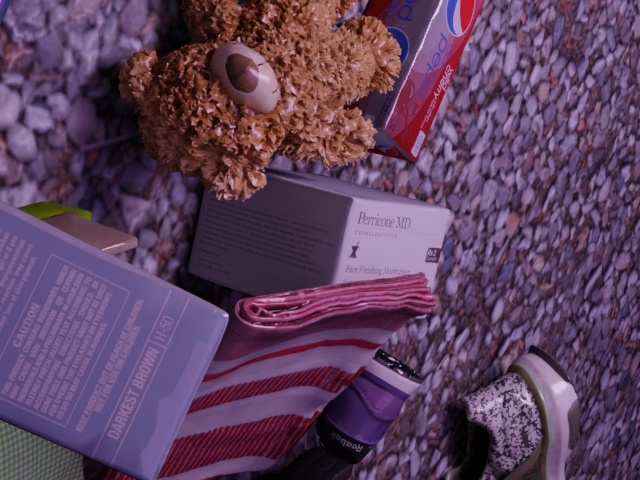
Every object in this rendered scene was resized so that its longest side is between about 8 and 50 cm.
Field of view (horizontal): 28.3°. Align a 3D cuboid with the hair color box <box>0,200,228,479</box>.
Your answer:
[{"bbox_3d":[-0.260,0.012,0.752,0.374,0.185,0.114,28,79,-16],"label":"hair color box"}]

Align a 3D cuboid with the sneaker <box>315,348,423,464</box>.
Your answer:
[{"bbox_3d":[0.033,0.174,1.391,0.124,0.107,0.283,-60,176,-1],"label":"sneaker"}]

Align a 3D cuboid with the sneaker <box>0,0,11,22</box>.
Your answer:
[{"bbox_3d":[-0.178,-0.281,0.954,0.236,0.130,0.323,7,91,-50],"label":"sneaker"}]

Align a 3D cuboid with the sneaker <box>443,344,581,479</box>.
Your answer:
[{"bbox_3d":[0.253,0.345,1.822,0.182,0.158,0.410,-13,119,-17],"label":"sneaker"}]

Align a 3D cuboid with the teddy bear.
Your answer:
[{"bbox_3d":[-0.031,-0.171,1.173,0.338,0.113,0.245,-16,94,-50],"label":"teddy bear"}]

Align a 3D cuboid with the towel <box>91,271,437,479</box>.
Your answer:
[{"bbox_3d":[-0.062,0.147,1.172,0.237,0.037,0.329,-6,147,-43],"label":"towel"}]

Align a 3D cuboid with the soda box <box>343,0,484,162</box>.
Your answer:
[{"bbox_3d":[0.101,-0.224,1.389,0.083,0.092,0.263,39,72,-52],"label":"soda box"}]

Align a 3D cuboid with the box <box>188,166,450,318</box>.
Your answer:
[{"bbox_3d":[0.000,0.000,1.261,0.181,0.182,0.119,4,100,-54],"label":"box"}]

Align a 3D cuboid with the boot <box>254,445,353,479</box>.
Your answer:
[{"bbox_3d":[-0.031,0.332,1.446,0.198,0.077,0.137,-18,122,-48],"label":"boot"}]

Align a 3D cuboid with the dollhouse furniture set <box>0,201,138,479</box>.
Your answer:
[{"bbox_3d":[-0.236,0.142,1.021,0.197,0.151,0.302,-21,119,-49],"label":"dollhouse furniture set"}]
